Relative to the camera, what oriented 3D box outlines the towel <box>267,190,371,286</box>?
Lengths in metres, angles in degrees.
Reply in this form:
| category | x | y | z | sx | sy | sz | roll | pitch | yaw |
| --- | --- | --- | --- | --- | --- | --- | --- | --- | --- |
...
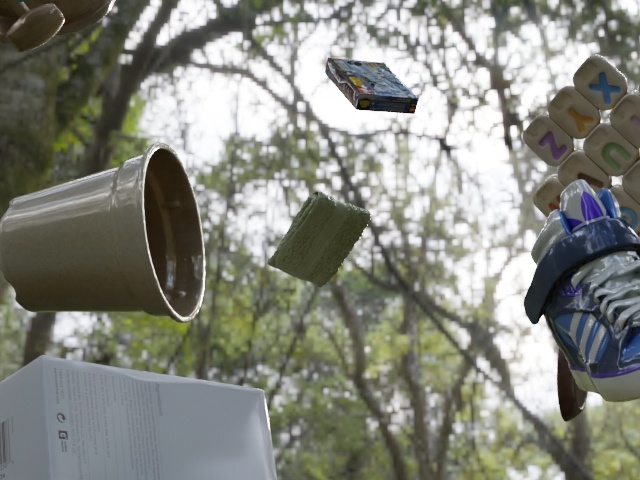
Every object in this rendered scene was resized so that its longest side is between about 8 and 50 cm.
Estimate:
| category | x | y | z | sx | sy | sz | roll | pitch | yaw |
| --- | --- | --- | --- | --- | --- | --- | --- | --- | --- |
| towel | 0.000 | 0.000 | 1.769 | 0.110 | 0.027 | 0.148 | 20 | -61 | -26 |

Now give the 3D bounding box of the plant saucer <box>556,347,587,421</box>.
| category | x | y | z | sx | sy | sz | roll | pitch | yaw |
| --- | --- | --- | --- | --- | --- | --- | --- | --- | --- |
| plant saucer | 0.440 | 0.230 | 2.081 | 0.029 | 0.169 | 0.168 | 1 | -24 | 23 |

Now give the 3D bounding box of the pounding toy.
| category | x | y | z | sx | sy | sz | roll | pitch | yaw |
| --- | --- | --- | --- | --- | --- | --- | --- | --- | --- |
| pounding toy | -0.329 | -0.328 | 1.355 | 0.154 | 0.269 | 0.155 | -28 | -33 | -17 |

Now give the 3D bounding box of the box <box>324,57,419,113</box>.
| category | x | y | z | sx | sy | sz | roll | pitch | yaw |
| --- | --- | --- | --- | --- | --- | --- | --- | --- | --- |
| box | 0.072 | -0.223 | 1.729 | 0.093 | 0.137 | 0.027 | 2 | -61 | -22 |

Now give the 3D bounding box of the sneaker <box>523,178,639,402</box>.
| category | x | y | z | sx | sy | sz | roll | pitch | yaw |
| --- | --- | --- | --- | --- | --- | --- | --- | --- | --- |
| sneaker | 0.321 | 0.044 | 1.327 | 0.130 | 0.236 | 0.323 | -19 | -3 | -9 |

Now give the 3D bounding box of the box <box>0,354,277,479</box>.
| category | x | y | z | sx | sy | sz | roll | pitch | yaw |
| --- | --- | --- | --- | --- | --- | --- | --- | --- | --- |
| box | -0.253 | 0.278 | 1.503 | 0.345 | 0.168 | 0.215 | 15 | -35 | -42 |

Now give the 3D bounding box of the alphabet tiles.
| category | x | y | z | sx | sy | sz | roll | pitch | yaw |
| --- | --- | --- | --- | --- | --- | --- | --- | --- | --- |
| alphabet tiles | 0.407 | -0.096 | 1.579 | 0.021 | 0.278 | 0.284 | -35 | -13 | -50 |

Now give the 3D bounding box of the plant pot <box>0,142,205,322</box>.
| category | x | y | z | sx | sy | sz | roll | pitch | yaw |
| --- | --- | --- | --- | --- | --- | --- | --- | --- | --- |
| plant pot | -0.411 | 0.007 | 2.226 | 0.305 | 0.334 | 0.334 | -8 | -27 | 11 |
